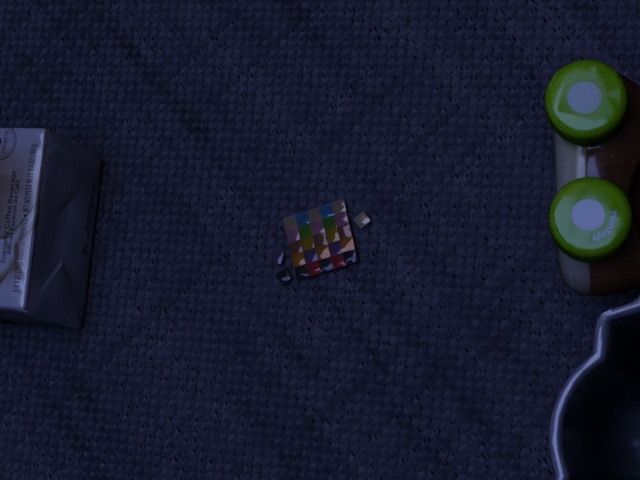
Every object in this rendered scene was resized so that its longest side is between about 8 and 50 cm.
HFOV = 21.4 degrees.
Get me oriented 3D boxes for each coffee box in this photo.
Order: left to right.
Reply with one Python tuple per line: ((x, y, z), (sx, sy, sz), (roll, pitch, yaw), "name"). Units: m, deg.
((-0.306, -0.012, 1.315), (0.247, 0.098, 0.141), (2, 80, 20), "coffee box")

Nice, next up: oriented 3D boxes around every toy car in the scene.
((0.245, -0.040, 1.098), (0.188, 0.155, 0.149), (-2, 79, 10), "toy car")

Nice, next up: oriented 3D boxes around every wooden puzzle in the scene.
((0.000, 0.000, 1.251), (0.083, 0.006, 0.049), (-17, 74, 17), "wooden puzzle")

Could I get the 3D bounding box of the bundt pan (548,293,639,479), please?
((0.308, 0.154, 1.041), (0.331, 0.124, 0.330), (-2, 82, 17), "bundt pan")
